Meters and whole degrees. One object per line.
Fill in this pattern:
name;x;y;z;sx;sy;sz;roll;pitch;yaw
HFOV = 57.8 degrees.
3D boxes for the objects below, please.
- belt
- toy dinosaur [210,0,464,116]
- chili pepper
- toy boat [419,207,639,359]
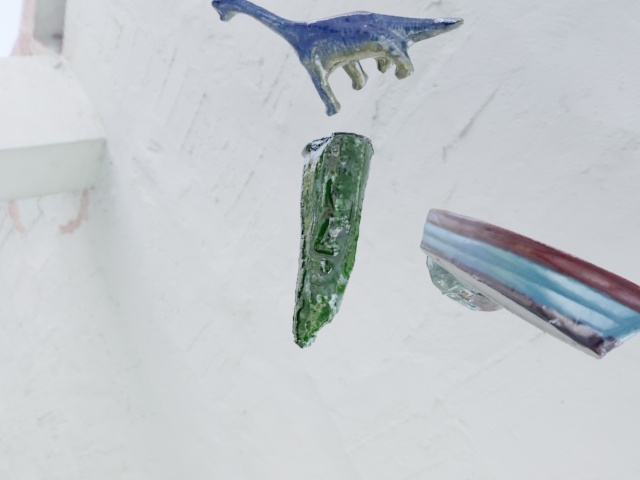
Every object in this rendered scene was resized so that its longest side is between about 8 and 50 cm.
belt;0.297;0.055;1.091;0.199;0.151;0.078;19;-27;-7
toy dinosaur;0.021;-0.249;0.654;0.248;0.075;0.188;-16;-49;35
chili pepper;0.000;0.000;0.596;0.088;0.059;0.226;-9;-117;44
toy boat;0.233;0.038;0.695;0.136;0.079;0.392;43;-1;-22
